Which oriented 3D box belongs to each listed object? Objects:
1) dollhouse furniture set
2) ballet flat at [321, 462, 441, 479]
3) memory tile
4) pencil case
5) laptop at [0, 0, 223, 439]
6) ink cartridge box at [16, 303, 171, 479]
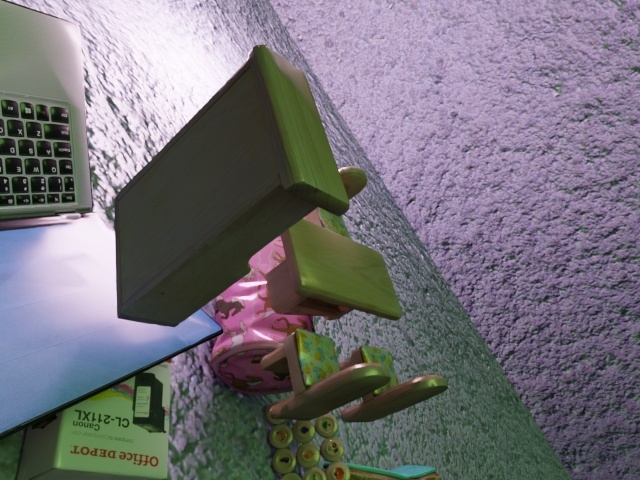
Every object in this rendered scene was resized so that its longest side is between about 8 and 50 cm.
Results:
[{"bbox_3d":[0.000,0.000,0.608,0.394,0.257,0.361,22,43,-45],"label":"dollhouse furniture set"},{"bbox_3d":[0.115,0.458,0.867,0.342,0.116,0.124,34,54,-49],"label":"ballet flat"},{"bbox_3d":[-0.022,0.313,0.769,0.012,0.113,0.147,97,-19,-55],"label":"memory tile"},{"bbox_3d":[-0.086,0.068,0.843,0.160,0.167,0.385,52,25,-40],"label":"pencil case"},{"bbox_3d":[-0.307,-0.067,0.477,0.382,0.237,0.407,-15,105,-65],"label":"laptop"},{"bbox_3d":[-0.237,0.177,0.547,0.127,0.072,0.175,34,34,-43],"label":"ink cartridge box"}]
